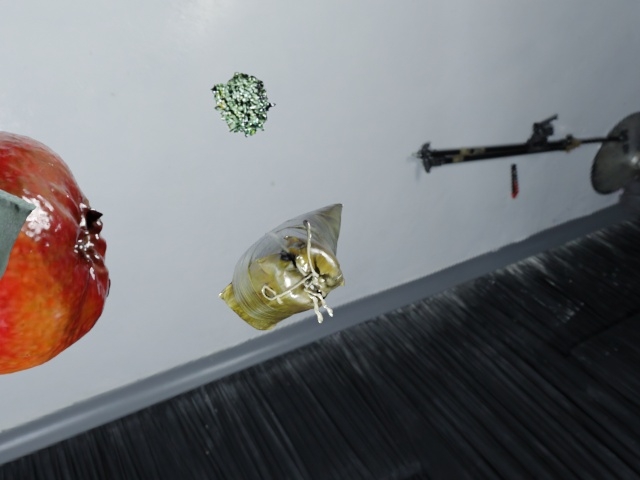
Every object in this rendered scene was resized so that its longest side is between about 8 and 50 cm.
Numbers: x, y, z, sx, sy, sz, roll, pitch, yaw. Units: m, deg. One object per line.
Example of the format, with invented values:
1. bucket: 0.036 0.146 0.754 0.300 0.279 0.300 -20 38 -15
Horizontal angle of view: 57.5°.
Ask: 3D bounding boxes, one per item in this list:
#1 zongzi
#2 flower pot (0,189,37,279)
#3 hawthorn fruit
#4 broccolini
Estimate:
1. zongzi: 0.000 0.000 0.568 0.084 0.187 0.184 47 65 -8
2. flower pot: -0.320 -0.003 0.416 0.103 0.229 0.108 33 70 -62
3. hawthorn fruit: -0.394 0.018 0.629 0.308 0.265 0.265 -7 125 -1
4. broccolini: -0.075 -0.130 0.574 0.054 0.239 0.051 9 100 -8
